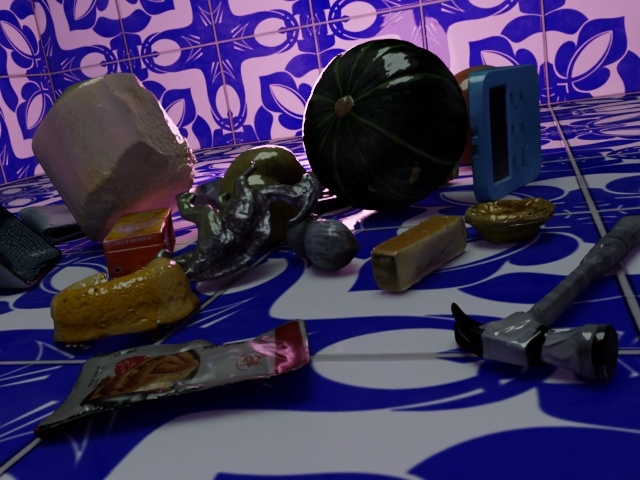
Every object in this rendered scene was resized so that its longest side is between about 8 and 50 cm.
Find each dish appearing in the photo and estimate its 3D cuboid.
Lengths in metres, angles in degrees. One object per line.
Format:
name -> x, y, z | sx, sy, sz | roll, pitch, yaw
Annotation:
dish -> -0.157, -0.071, 1.301 | 0.236, 0.086, 0.228 | -8, 15, 3
dish -> -0.571, 0.019, 1.149 | 0.080, 0.182, 0.243 | -48, 14, 2

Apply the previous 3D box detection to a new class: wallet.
wallet -> -0.552, -0.060, 1.583 | 0.290, 0.054, 0.251 | -12, 17, -32

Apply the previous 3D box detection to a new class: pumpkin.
pumpkin -> 0.114, -0.211, 1.217 | 0.241, 0.324, 0.323 | 7, 1, -39

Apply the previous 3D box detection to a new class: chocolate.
chocolate -> 0.000, 0.000, 0.940 | 0.072, 0.072, 0.167 | -14, 15, -19

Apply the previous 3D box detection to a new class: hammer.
hammer -> 0.286, 0.037, 0.684 | 0.152, 0.044, 0.426 | 2, 17, 42

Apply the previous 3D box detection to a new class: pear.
pear -> -0.090, -0.072, 1.101 | 0.136, 0.167, 0.167 | -8, 11, 38

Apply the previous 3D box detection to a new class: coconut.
coconut -> -0.422, -0.185, 1.339 | 0.297, 0.310, 0.297 | -32, -9, -6

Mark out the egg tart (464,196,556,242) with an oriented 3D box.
egg tart -> 0.268, -0.030, 0.930 | 0.130, 0.052, 0.130 | -10, 13, 2

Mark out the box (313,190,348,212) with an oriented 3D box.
box -> 0.011, -0.083, 1.374 | 0.125, 0.027, 0.126 | -14, 13, -29

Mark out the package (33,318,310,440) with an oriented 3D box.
package -> -0.127, 0.122, 0.617 | 0.239, 0.030, 0.154 | -10, 12, 0

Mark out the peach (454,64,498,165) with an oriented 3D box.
peach -> 0.364, -0.291, 1.568 | 0.252, 0.253, 0.252 | -8, 14, 2

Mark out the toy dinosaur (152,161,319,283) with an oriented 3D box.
toy dinosaur -> -0.136, -0.022, 0.958 | 0.294, 0.077, 0.162 | -45, 47, -8

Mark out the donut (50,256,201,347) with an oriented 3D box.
donut -> -0.245, 0.075, 0.795 | 0.181, 0.078, 0.146 | -7, 11, 15

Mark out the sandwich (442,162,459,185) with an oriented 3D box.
sandwich -> 0.214, -0.200, 1.389 | 0.159, 0.185, 0.109 | -18, 8, -43

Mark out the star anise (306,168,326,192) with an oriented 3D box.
star anise -> -0.046, -0.137, 1.561 | 0.171, 0.063, 0.207 | -15, 11, -39

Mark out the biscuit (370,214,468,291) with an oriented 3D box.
biscuit -> 0.131, 0.013, 0.838 | 0.052, 0.056, 0.188 | 5, 18, 38

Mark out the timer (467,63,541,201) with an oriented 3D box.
timer -> 0.340, -0.204, 1.221 | 0.091, 0.232, 0.250 | 2, 18, 28

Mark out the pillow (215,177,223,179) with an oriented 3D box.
pillow -> -0.245, -0.133, 1.689 | 0.090, 0.048, 0.150 | -15, 17, 10

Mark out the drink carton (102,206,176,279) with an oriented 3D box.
drink carton -> -0.306, 0.001, 1.137 | 0.096, 0.071, 0.223 | -9, 14, -6
